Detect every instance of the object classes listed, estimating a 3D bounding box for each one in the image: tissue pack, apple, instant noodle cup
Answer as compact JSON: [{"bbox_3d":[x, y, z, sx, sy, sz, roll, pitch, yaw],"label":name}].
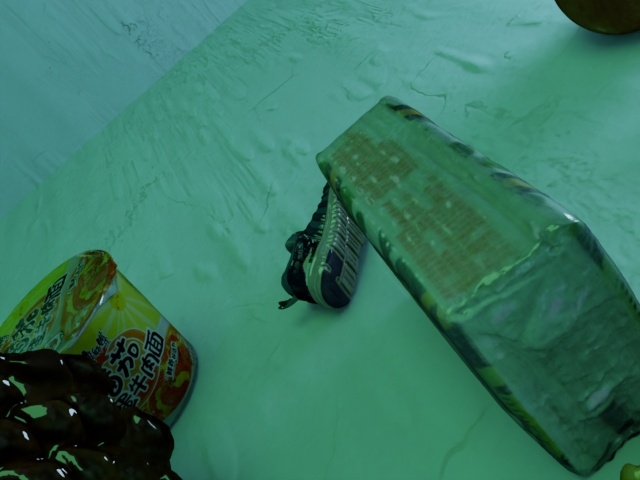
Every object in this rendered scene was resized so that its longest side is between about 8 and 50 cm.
[{"bbox_3d":[0.137,0.020,0.573,0.128,0.228,0.311,-40,32,4],"label":"tissue pack"},{"bbox_3d":[0.385,-0.367,0.814,0.196,0.196,0.196,-27,35,21],"label":"apple"},{"bbox_3d":[-0.314,0.172,0.889,0.264,0.200,0.264,-28,34,21],"label":"instant noodle cup"}]

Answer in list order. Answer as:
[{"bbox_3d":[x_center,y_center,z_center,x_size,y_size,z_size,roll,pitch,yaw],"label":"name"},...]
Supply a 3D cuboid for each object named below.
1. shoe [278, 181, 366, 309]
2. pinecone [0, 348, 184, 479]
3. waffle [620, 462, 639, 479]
[{"bbox_3d":[0.000,0.000,0.861,0.106,0.091,0.207,-8,49,33],"label":"shoe"},{"bbox_3d":[-0.302,0.294,0.600,0.397,0.398,0.398,-27,35,21],"label":"pinecone"},{"bbox_3d":[0.317,0.179,0.355,0.291,0.051,0.291,-27,38,24],"label":"waffle"}]
